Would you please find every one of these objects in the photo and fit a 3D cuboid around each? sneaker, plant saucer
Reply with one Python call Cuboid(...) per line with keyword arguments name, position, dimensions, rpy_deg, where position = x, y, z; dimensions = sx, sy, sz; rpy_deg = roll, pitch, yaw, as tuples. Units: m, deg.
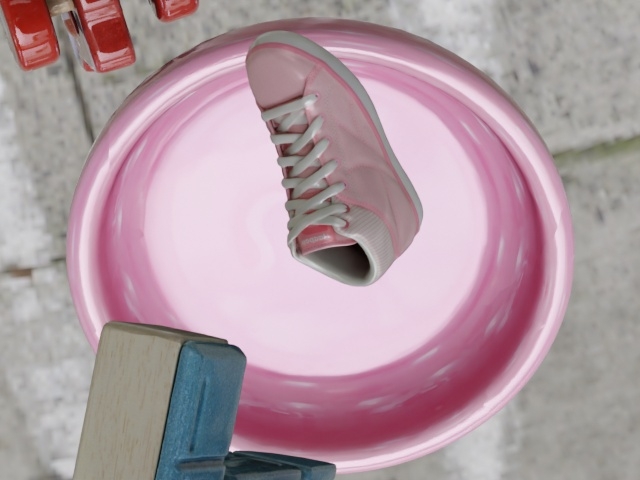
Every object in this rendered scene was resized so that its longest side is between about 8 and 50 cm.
Cuboid(name="sneaker", position=(0.000, -0.035, 0.916), dimensions=(0.051, 0.070, 0.134), rpy_deg=(-16, 118, 37))
Cuboid(name="plant saucer", position=(0.000, 0.000, 1.240), dimensions=(0.332, 0.084, 0.332), rpy_deg=(0, 119, 0))

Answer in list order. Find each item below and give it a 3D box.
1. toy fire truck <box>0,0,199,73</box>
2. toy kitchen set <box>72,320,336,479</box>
Cuboid(name="toy fire truck", position=(-0.238, -0.292, 1.680), dimensions=(0.169, 0.254, 0.302), rpy_deg=(-21, 103, -10))
Cuboid(name="toy kitchen set", position=(0.013, 0.111, 0.783), dimensions=(0.166, 0.122, 0.207), rpy_deg=(10, 179, 20))
